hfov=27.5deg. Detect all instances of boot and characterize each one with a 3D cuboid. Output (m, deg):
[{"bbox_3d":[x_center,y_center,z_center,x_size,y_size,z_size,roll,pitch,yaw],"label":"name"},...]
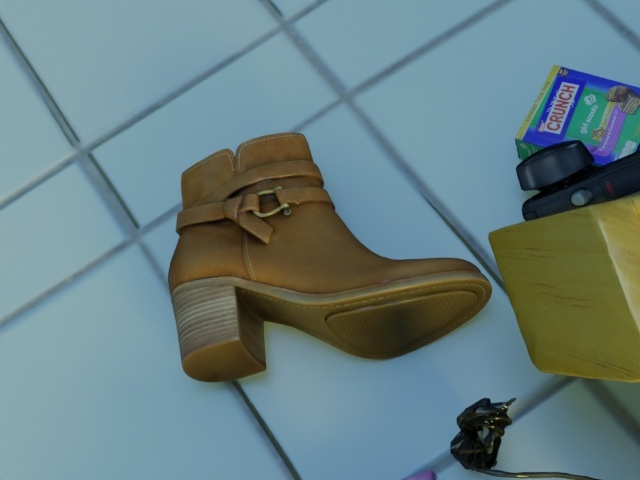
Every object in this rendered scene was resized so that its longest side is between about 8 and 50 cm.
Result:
[{"bbox_3d":[0.000,0.000,1.169,0.283,0.109,0.220,-15,53,14],"label":"boot"}]

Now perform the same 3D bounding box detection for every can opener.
[{"bbox_3d":[0.249,-0.054,1.111,0.186,0.073,0.059,-15,23,40],"label":"can opener"}]

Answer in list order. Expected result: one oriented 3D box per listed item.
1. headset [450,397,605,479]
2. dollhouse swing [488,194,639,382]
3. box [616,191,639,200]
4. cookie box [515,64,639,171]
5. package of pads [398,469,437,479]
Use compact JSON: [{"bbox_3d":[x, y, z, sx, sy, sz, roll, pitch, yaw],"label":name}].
[{"bbox_3d":[0.243,0.265,0.939,0.243,0.185,0.394,-40,73,-16],"label":"headset"},{"bbox_3d":[0.351,0.096,0.919,0.347,0.315,0.305,-12,88,-11],"label":"dollhouse swing"},{"bbox_3d":[0.270,0.000,1.115,0.136,0.028,0.081,-50,37,-14],"label":"box"},{"bbox_3d":[0.245,-0.103,1.192,0.107,0.040,0.092,19,67,25],"label":"cookie box"},{"bbox_3d":[0.061,0.221,1.048,0.083,0.032,0.050,-19,57,3],"label":"package of pads"}]
